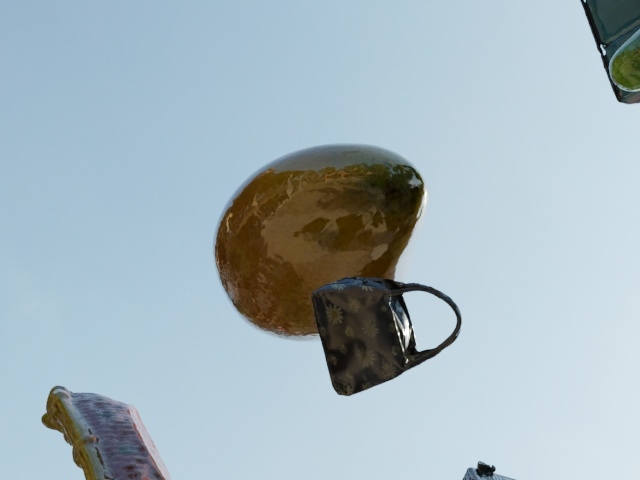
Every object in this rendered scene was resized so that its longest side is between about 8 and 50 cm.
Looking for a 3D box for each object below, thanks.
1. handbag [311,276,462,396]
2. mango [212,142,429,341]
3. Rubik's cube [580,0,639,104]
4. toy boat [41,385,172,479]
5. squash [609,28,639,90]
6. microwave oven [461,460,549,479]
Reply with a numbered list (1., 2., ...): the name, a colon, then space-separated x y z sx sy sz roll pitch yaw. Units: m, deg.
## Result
1. handbag: 0.074 0.086 0.892 0.139 0.072 0.115 -12 -88 24
2. mango: 0.000 0.000 1.158 0.264 0.221 0.378 10 -27 -18
3. Rubik's cube: 0.551 -0.347 1.247 0.368 0.387 0.358 -6 -20 -14
4. toy boat: -0.172 0.201 0.740 0.099 0.318 0.141 -30 -60 -10
5. squash: 0.165 -0.102 0.410 0.089 0.027 0.027 -48 -60 -4
6. microwave oven: 0.278 0.450 1.281 0.188 0.247 0.178 20 -85 -4
